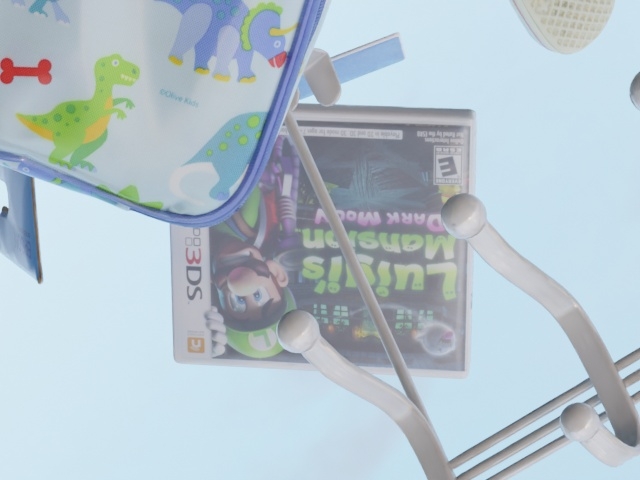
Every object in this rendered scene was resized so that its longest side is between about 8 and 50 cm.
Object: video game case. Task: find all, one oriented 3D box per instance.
[{"bbox_3d":[0.000,0.000,1.190,0.190,0.173,0.022,2,-160,7],"label":"video game case"}]

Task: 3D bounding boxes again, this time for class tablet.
[{"bbox_3d":[0.018,-0.120,1.322,0.083,0.006,0.054,-21,165,2],"label":"tablet"}]

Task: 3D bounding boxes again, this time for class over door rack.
[{"bbox_3d":[0.083,-0.037,0.947,0.239,0.108,0.324,-34,-124,27],"label":"over door rack"}]

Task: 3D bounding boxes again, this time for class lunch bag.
[{"bbox_3d":[-0.104,-0.117,0.758,0.090,0.219,0.176,-85,-162,-71],"label":"lunch bag"}]

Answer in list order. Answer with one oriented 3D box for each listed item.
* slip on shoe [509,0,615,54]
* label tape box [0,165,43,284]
[{"bbox_3d":[0.160,-0.312,1.655,0.123,0.331,0.101,-37,-158,-15],"label":"slip on shoe"},{"bbox_3d":[-0.168,-0.162,1.180,0.106,0.334,0.240,-9,-168,-19],"label":"label tape box"}]
